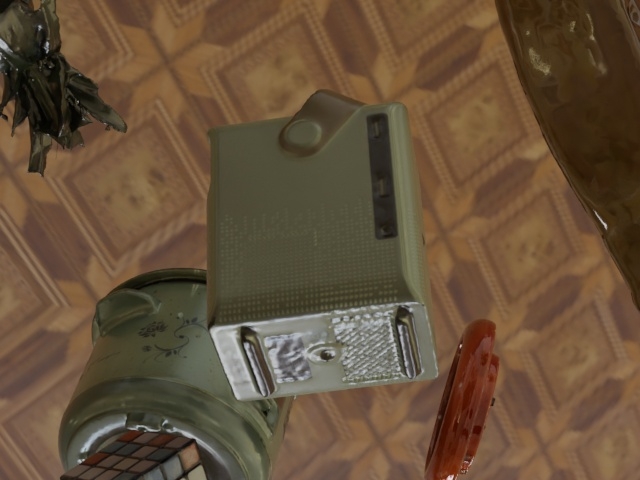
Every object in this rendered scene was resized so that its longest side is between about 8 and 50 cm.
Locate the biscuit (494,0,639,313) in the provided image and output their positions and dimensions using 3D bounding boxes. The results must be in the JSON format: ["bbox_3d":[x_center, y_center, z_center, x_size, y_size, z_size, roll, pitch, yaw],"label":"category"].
[{"bbox_3d":[0.189,-0.079,0.641,0.381,0.074,0.359,21,56,-50],"label":"biscuit"}]

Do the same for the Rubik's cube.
[{"bbox_3d":[-0.158,0.232,1.249,0.092,0.092,0.092,-31,112,-42],"label":"Rubik's cube"}]

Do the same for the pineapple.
[{"bbox_3d":[-0.346,-0.229,1.485,0.165,0.165,0.364,-44,109,-8],"label":"pineapple"}]

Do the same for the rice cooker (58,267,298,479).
[{"bbox_3d":[-0.155,0.182,1.636,0.264,0.316,0.316,-26,132,28],"label":"rice cooker"}]

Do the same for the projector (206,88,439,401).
[{"bbox_3d":[0.000,0.000,1.181,0.177,0.242,0.163,-6,146,6],"label":"projector"}]

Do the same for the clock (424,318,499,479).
[{"bbox_3d":[0.162,0.188,1.579,0.051,0.205,0.205,16,103,3],"label":"clock"}]
